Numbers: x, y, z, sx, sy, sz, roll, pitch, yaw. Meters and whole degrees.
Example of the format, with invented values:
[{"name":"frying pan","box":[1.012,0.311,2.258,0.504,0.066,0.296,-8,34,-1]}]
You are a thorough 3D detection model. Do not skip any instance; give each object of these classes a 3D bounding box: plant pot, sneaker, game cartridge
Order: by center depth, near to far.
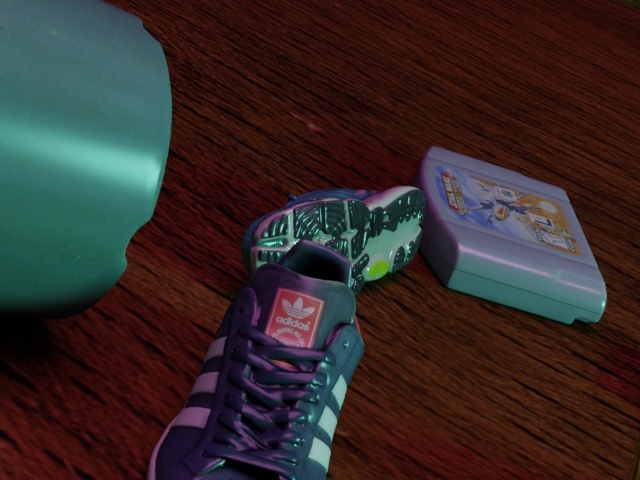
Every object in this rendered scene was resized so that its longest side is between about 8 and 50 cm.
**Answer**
[{"name":"sneaker","box":[-0.036,0.105,1.099,0.131,0.148,0.350,19,24,-5]},{"name":"plant pot","box":[-0.314,-0.093,1.114,0.334,0.341,0.341,14,23,-36]},{"name":"sneaker","box":[0.000,0.000,1.456,0.110,0.107,0.275,11,12,29]},{"name":"game cartridge","box":[0.196,-0.014,1.673,0.198,0.062,0.297,21,23,-12]}]

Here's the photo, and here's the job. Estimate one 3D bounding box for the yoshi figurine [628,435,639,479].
[{"name":"yoshi figurine","box":[0.415,0.268,1.165,0.362,0.203,0.203,9,-18,6]}]
